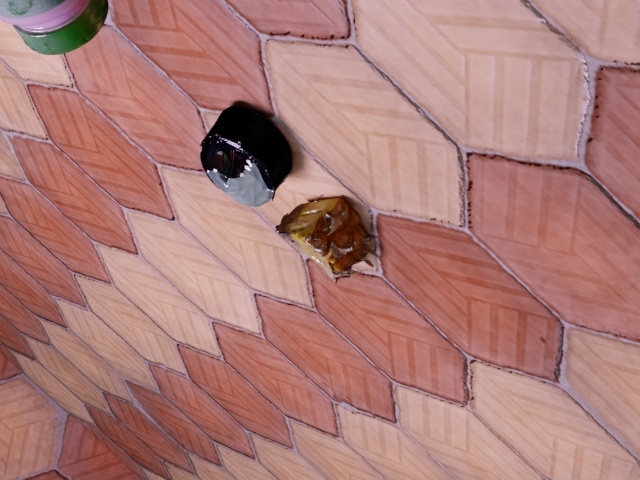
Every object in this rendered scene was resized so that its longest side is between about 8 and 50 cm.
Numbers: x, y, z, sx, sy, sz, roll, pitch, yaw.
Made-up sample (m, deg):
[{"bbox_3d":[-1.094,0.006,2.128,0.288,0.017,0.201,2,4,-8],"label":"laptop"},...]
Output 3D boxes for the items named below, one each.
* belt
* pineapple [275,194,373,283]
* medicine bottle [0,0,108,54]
[{"bbox_3d":[-0.085,-0.097,1.624,0.105,0.058,0.140,32,153,7],"label":"belt"},{"bbox_3d":[0.000,0.000,1.651,0.116,0.069,0.137,29,157,25],"label":"pineapple"},{"bbox_3d":[-0.324,-0.319,1.476,0.133,0.133,0.274,27,160,30],"label":"medicine bottle"}]
